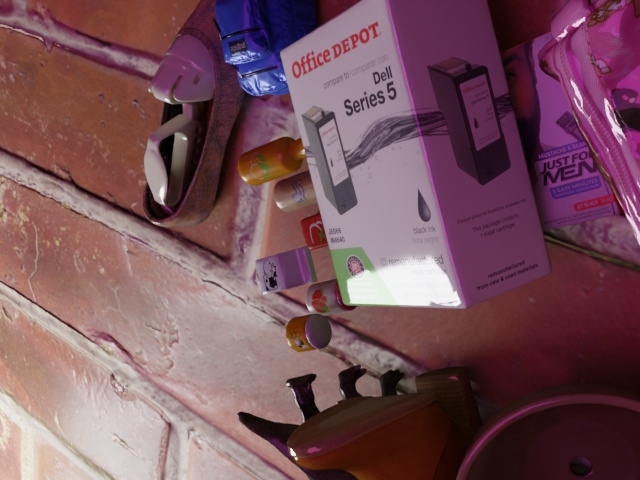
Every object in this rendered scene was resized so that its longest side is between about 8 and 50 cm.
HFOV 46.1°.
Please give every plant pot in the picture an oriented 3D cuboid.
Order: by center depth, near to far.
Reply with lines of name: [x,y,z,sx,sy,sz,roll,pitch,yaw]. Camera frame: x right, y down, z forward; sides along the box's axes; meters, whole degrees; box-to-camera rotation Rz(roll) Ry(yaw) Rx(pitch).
plant pot: [0.243,0.229,0.685,0.237,0.110,0.237,3,104,13]

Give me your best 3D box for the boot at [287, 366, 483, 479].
boot: [0.091,0.247,0.712,0.104,0.295,0.211,-13,84,36]

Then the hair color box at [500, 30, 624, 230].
hair color box: [0.210,-0.097,0.679,0.093,0.053,0.167,-16,91,41]

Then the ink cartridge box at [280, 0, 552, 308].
ink cartridge box: [0.081,-0.082,0.709,0.198,0.115,0.273,-7,99,60]

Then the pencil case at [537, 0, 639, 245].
pencil case: [0.302,-0.018,0.552,0.160,0.167,0.386,-24,86,29]

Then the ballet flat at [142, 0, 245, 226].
ballet flat: [-0.160,-0.152,0.920,0.107,0.106,0.316,26,117,30]

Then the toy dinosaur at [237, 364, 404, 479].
toy dinosaur: [0.041,0.224,0.805,0.121,0.313,0.160,-29,56,18]

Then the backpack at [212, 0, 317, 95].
backpack: [-0.060,-0.219,0.828,0.098,0.101,0.120,-1,106,45]

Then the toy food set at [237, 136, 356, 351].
toy food set: [0.000,0.000,0.831,0.104,0.111,0.232,-17,85,39]
